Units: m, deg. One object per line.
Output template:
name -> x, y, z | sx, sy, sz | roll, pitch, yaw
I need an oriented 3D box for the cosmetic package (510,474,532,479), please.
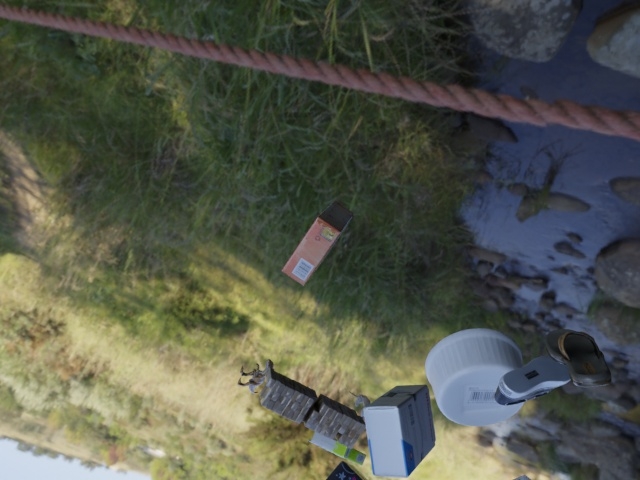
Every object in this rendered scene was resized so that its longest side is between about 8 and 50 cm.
cosmetic package -> 0.518, 0.827, 1.667 | 0.155, 0.197, 0.365 | 36, 144, 10

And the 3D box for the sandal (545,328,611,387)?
sandal -> 0.490, 0.211, 1.123 | 0.090, 0.060, 0.219 | -14, -169, 13

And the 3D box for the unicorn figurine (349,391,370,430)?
unicorn figurine -> 0.147, 0.562, 1.889 | 0.060, 0.111, 0.162 | 15, 171, -26

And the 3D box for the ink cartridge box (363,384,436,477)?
ink cartridge box -> 0.171, 0.394, 1.230 | 0.082, 0.139, 0.191 | -9, 176, 26

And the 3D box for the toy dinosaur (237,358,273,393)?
toy dinosaur -> -0.224, 0.476, 1.973 | 0.112, 0.064, 0.211 | 18, 132, -20

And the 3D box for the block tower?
block tower -> -0.031, 0.513, 1.785 | 0.335, 0.097, 0.091 | 31, -177, -12

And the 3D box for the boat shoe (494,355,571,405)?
boat shoe -> 0.494, 0.334, 1.361 | 0.080, 0.228, 0.076 | 51, 138, 36

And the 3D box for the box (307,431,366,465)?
box -> 0.053, 0.689, 1.948 | 0.178, 0.042, 0.109 | 6, 155, 48

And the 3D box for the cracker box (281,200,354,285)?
cracker box -> 0.000, 0.000, 1.400 | 0.067, 0.155, 0.232 | 34, -163, 1

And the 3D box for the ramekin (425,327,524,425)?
ramekin -> 0.441, 0.393, 1.639 | 0.277, 0.135, 0.277 | 1, 124, 1

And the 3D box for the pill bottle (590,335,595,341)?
pill bottle -> 0.604, 0.259, 1.329 | 0.043, 0.043, 0.083 | 6, 121, 45

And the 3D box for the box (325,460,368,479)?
box -> 0.102, 0.620, 1.257 | 0.247, 0.142, 0.163 | 39, 169, 25
